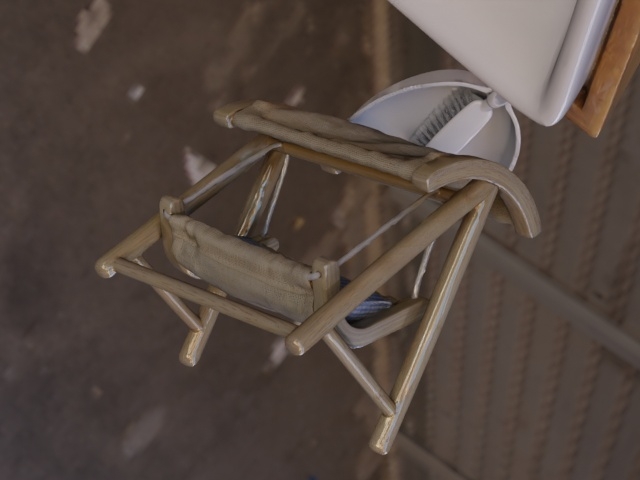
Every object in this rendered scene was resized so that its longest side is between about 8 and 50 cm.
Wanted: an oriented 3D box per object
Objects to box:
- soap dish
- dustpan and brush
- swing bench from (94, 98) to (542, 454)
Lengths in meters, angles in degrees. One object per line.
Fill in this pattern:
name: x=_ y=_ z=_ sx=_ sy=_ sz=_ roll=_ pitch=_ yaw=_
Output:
soap dish: x=0.125 y=-0.228 z=0.962 sx=0.118 sy=0.229 sz=0.291 roll=-36 pitch=157 yaw=-28
dustpan and brush: x=0.137 y=-0.115 z=1.463 sx=0.211 sy=0.147 sz=0.060 roll=-44 pitch=-159 yaw=30
swing bench: x=0.000 y=0.000 z=1.395 sx=0.254 sy=0.253 sz=0.165 roll=-54 pitch=135 yaw=-18
